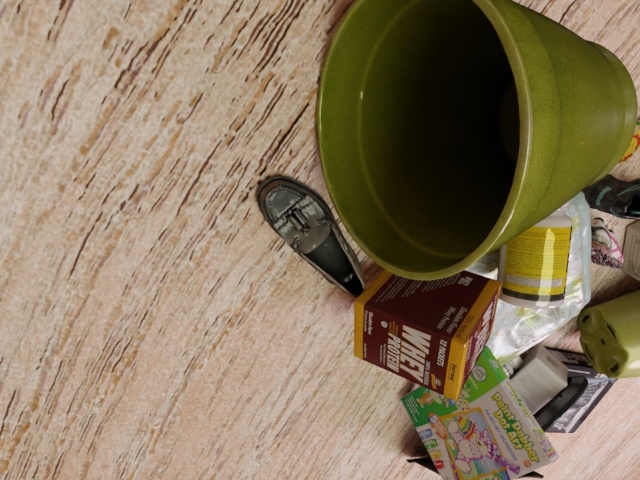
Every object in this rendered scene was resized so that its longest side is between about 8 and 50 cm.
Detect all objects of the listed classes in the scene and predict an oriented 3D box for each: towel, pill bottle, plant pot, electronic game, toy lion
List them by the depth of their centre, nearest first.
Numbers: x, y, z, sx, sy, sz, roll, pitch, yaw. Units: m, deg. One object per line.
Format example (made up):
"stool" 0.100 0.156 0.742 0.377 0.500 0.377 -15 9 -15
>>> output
"plant pot" 0.240 -0.164 0.693 0.353 0.366 0.366 -13 124 -30
"pill bottle" 0.388 0.009 0.890 0.119 0.119 0.208 -3 101 -22
"toy lion" 0.647 -0.209 1.020 0.100 0.034 0.096 -21 132 -12
"towel" 0.437 0.097 1.070 0.321 0.090 0.374 -31 126 -6
"electronic game" 0.554 0.411 1.181 0.229 0.048 0.229 -37 158 -18
"pill bottle" 0.418 0.314 1.196 0.137 0.078 0.078 -36 127 -1
"plant pot" 0.818 0.235 1.237 0.254 0.276 0.276 -11 123 -5

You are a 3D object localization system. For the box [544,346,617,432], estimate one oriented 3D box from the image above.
"box" 0.665 0.426 1.374 0.307 0.076 0.242 15 112 -31

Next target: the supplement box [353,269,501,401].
"supplement box" 0.189 0.141 0.873 0.191 0.194 0.129 -39 137 -45

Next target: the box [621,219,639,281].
"box" 0.848 0.050 1.136 0.127 0.232 0.148 -24 126 -10

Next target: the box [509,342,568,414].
"box" 0.511 0.357 1.208 0.170 0.091 0.130 -54 161 22

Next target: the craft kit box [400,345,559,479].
"craft kit box" 0.327 0.398 1.057 0.061 0.249 0.246 6 137 -49

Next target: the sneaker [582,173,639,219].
"sneaker" 0.687 -0.078 1.068 0.267 0.106 0.101 1 117 -26

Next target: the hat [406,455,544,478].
"hat" 0.389 0.519 1.250 0.331 0.331 0.133 13 74 -30

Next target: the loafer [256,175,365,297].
"loafer" 0.000 0.000 0.816 0.096 0.084 0.267 -40 127 3

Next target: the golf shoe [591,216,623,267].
"golf shoe" 0.658 0.010 1.129 0.186 0.067 0.086 27 80 -45
